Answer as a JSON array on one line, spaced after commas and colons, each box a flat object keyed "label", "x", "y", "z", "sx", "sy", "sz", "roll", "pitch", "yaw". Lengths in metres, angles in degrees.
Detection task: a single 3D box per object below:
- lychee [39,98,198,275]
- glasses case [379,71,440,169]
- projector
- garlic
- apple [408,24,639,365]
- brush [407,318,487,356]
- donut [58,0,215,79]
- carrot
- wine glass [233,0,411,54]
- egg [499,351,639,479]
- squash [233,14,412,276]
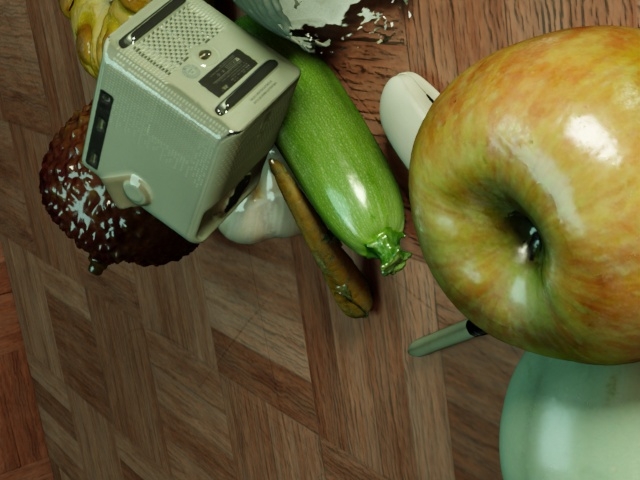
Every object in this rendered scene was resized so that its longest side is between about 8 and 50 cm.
[{"label": "lychee", "x": -0.271, "y": -0.084, "z": 1.680, "sx": 0.276, "sy": 0.276, "sz": 0.304, "roll": 37, "pitch": 109, "yaw": 49}, {"label": "glasses case", "x": 0.124, "y": -0.090, "z": 1.177, "sx": 0.204, "sy": 0.051, "sz": 0.081, "roll": 56, "pitch": 149, "yaw": 29}, {"label": "projector", "x": -0.148, "y": -0.128, "z": 1.270, "sx": 0.177, "sy": 0.163, "sz": 0.242, "roll": 37, "pitch": 141, "yaw": 7}, {"label": "garlic", "x": -0.130, "y": -0.122, "z": 1.473, "sx": 0.281, "sy": 0.185, "sz": 0.203, "roll": 64, "pitch": 159, "yaw": 19}, {"label": "apple", "x": 0.207, "y": -0.040, "z": 0.876, "sx": 0.264, "sy": 0.264, "sz": 0.264, "roll": 38, "pitch": 137, "yaw": 48}, {"label": "brush", "x": 0.157, "y": 0.096, "z": 1.235, "sx": 0.039, "sy": 0.042, "sz": 0.299, "roll": 34, "pitch": 154, "yaw": -11}, {"label": "donut", "x": -0.256, "y": -0.360, "z": 1.596, "sx": 0.317, "sy": 0.150, "sz": 0.299, "roll": 65, "pitch": 148, "yaw": 28}, {"label": "carrot", "x": 0.000, "y": 0.000, "z": 1.374, "sx": 0.049, "sy": 0.049, "sz": 0.254, "roll": 27, "pitch": 153, "yaw": 54}, {"label": "wine glass", "x": -0.051, "y": -0.319, "z": 1.227, "sx": 0.357, "sy": 0.190, "sz": 0.190, "roll": 33, "pitch": 133, "yaw": 50}, {"label": "egg", "x": 0.238, "y": 0.171, "z": 0.989, "sx": 0.168, "sy": 0.168, "sz": 0.230, "roll": 24, "pitch": 124, "yaw": 55}, {"label": "squash", "x": -0.004, "y": -0.128, "z": 1.336, "sx": 0.395, "sy": 0.107, "sz": 0.107, "roll": 60, "pitch": 150, "yaw": 24}]
